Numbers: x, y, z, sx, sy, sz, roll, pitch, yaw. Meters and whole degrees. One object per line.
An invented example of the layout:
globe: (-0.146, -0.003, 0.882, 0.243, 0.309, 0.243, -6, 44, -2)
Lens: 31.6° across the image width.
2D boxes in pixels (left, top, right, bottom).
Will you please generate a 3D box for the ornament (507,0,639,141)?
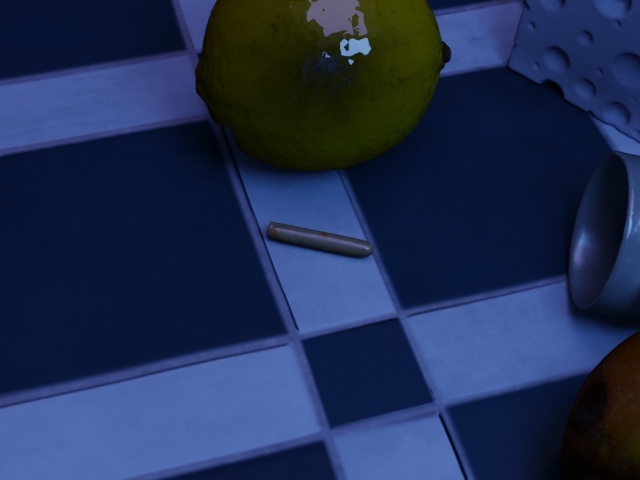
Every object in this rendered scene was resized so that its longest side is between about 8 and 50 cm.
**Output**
ornament: (0.434, -0.325, 1.532, 0.240, 0.239, 0.240, 34, 56, 21)

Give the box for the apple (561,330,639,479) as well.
apple: (0.351, 0.204, 1.117, 0.230, 0.230, 0.230, 2, 51, -3)

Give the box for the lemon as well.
lemon: (0.001, -0.222, 1.394, 0.297, 0.297, 0.297, 2, 51, -3)

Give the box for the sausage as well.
sausage: (0.000, 0.000, 1.375, 0.132, 0.024, 0.024, 12, 51, 5)

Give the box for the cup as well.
cup: (0.424, 0.030, 1.269, 0.234, 0.186, 0.258, 12, 31, -3)
